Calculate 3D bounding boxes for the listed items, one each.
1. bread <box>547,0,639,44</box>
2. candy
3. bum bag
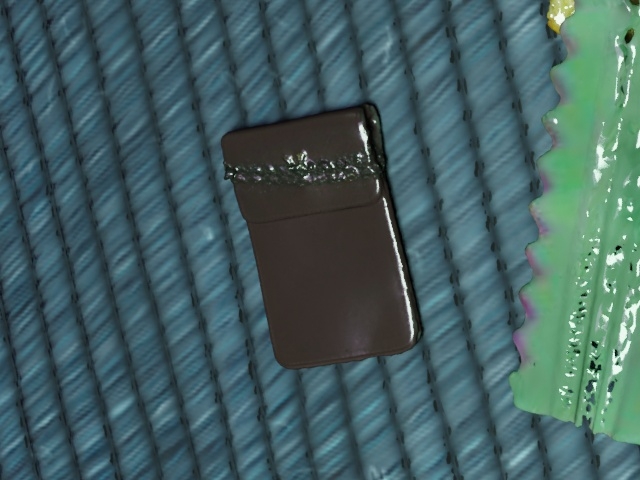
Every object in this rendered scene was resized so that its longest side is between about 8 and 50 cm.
[{"bbox_3d":[0.202,-0.170,1.028,0.103,0.065,0.187,30,114,18],"label":"bread"},{"bbox_3d":[0.280,0.015,0.948,0.398,0.172,0.263,14,98,28],"label":"candy"},{"bbox_3d":[0.000,0.000,1.178,0.109,0.026,0.159,-12,93,27],"label":"bum bag"}]
